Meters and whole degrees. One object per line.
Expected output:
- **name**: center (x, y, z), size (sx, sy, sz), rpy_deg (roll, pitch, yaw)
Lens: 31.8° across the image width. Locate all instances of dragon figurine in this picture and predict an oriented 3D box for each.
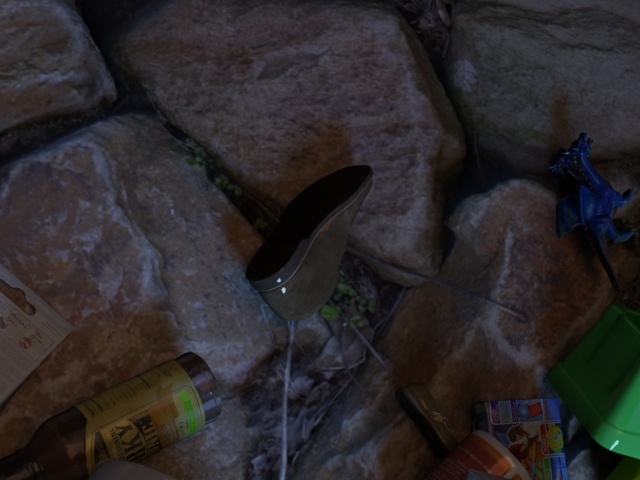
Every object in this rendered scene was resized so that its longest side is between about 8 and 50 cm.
- **dragon figurine**: center (0.464, -0.044, 1.953), size (0.144, 0.085, 0.289), rpy_deg (18, 64, -15)

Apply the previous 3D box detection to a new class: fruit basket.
- **fruit basket**: center (0.549, 0.331, 1.786), size (0.392, 0.283, 0.392), rpy_deg (-4, 112, -9)

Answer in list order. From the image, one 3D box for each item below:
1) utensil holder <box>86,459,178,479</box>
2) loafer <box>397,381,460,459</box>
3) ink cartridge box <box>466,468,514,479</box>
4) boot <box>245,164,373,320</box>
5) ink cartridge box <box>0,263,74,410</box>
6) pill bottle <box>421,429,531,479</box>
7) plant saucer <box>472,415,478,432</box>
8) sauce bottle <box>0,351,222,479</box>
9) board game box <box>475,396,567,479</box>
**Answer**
- **utensil holder**: center (-0.249, 0.500, 1.313), size (0.327, 0.327, 0.385), rpy_deg (37, 59, -5)
- **loafer**: center (0.179, 0.278, 1.726), size (0.050, 0.056, 0.148), rpy_deg (-34, 85, -23)
- **ink cartridge box**: center (0.301, 0.436, 1.559), size (0.237, 0.100, 0.172), rpy_deg (19, 89, -20)
- **boot**: center (0.000, 0.000, 1.757), size (0.305, 0.112, 0.115), rpy_deg (-53, 125, -34)
- **ink cartridge box**: center (-0.479, 0.141, 1.525), size (0.189, 0.066, 0.232), rpy_deg (42, 39, -2)
- **pill bottle**: center (0.194, 0.388, 1.634), size (0.216, 0.121, 0.121), rpy_deg (-41, 88, -12)
- **plant saucer**: center (0.277, 0.306, 1.780), size (0.083, 0.013, 0.083), rpy_deg (8, 67, -19)
- **sauce bottle**: center (-0.298, 0.266, 1.506), size (0.344, 0.111, 0.111), rpy_deg (-26, 81, -27)
- **board game box**: center (0.318, 0.349, 1.752), size (0.136, 0.035, 0.201), rpy_deg (1, 77, -22)
